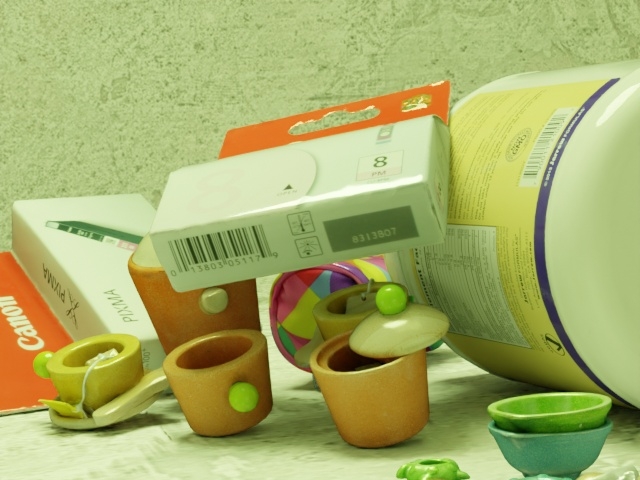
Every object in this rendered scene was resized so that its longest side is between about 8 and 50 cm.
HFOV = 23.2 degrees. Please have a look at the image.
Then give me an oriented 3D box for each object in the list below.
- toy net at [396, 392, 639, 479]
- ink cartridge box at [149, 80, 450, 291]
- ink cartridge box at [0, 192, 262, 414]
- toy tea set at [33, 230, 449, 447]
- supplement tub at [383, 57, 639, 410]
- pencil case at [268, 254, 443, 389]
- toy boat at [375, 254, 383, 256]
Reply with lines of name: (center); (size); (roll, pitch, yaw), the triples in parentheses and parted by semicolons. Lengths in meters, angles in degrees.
toy net: (0.110, 0.116, 0.767); (0.122, 0.045, 0.232); (-3, 3, -7)
ink cartridge box: (-0.006, -0.061, 1.093); (0.189, 0.066, 0.232); (-11, 34, 13)
ink cartridge box: (-0.215, 0.044, 1.316); (0.239, 0.060, 0.275); (-4, 27, -29)
toy tea set: (-0.046, 0.046, 1.083); (0.336, 0.124, 0.200); (0, 22, 35)
supplement tub: (0.200, -0.006, 1.113); (0.241, 0.241, 0.331); (-4, 3, -21)
pencil case: (0.044, 0.058, 1.313); (0.104, 0.104, 0.236); (-2, 3, 23)
toy boat: (0.000, 0.000, 1.964); (0.318, 0.148, 0.267); (-5, 4, -28)
